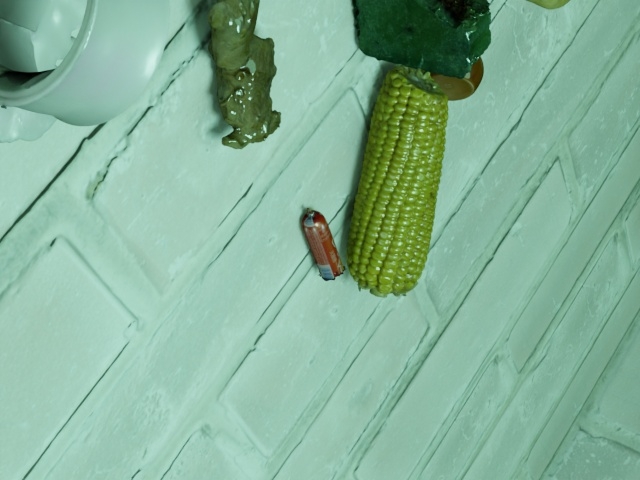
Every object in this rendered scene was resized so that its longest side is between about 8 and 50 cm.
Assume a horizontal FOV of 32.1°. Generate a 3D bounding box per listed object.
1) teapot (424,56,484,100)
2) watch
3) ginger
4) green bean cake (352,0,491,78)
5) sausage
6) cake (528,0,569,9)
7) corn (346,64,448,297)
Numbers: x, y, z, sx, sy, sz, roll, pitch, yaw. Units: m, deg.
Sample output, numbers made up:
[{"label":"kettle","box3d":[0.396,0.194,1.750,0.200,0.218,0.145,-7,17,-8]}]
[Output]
[{"label":"teapot","box3d":[0.217,-0.302,1.853,0.116,0.116,0.173,-61,145,-9]},{"label":"watch","box3d":[-0.263,-0.203,1.126,0.196,0.231,0.244,7,100,-58]},{"label":"ginger","box3d":[-0.100,-0.255,1.450,0.122,0.084,0.290,-33,133,-31]},{"label":"green bean cake","box3d":[0.152,-0.354,1.635,0.107,0.208,0.193,-43,142,-36]},{"label":"sausage","box3d":[0.000,0.000,1.778,0.050,0.048,0.145,-88,163,-47]},{"label":"cake","box3d":[0.244,-0.517,1.566,0.332,0.321,0.332,-44,147,-39]},{"label":"corn","box3d":[0.129,-0.086,1.818,0.144,0.144,0.387,-15,121,-50]}]
